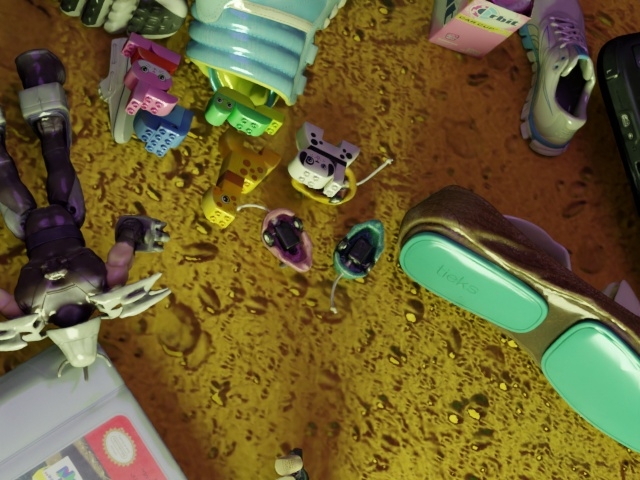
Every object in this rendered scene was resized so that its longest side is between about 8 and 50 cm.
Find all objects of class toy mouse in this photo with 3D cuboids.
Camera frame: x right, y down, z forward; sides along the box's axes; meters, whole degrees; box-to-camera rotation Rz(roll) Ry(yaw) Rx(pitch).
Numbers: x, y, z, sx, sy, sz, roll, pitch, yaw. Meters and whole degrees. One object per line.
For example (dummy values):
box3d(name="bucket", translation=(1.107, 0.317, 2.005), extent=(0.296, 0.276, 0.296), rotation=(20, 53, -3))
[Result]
box3d(name="toy mouse", translation=(0.000, 0.000, 1.409), extent=(0.161, 0.031, 0.143), rotation=(-4, 76, -23))

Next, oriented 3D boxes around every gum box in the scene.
box3d(name="gum box", translation=(0.168, -0.288, 1.521), extent=(0.062, 0.107, 0.188), rotation=(17, 69, -17))

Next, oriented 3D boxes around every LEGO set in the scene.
box3d(name="LEGO set", translation=(-0.089, -0.074, 1.345), extent=(0.227, 0.087, 0.093), rotation=(25, 51, -16))

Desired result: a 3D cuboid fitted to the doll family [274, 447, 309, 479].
box3d(name="doll family", translation=(-0.007, 0.271, 1.294), extent=(0.076, 0.111, 0.193), rotation=(7, 72, 7))

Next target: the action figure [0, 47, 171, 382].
box3d(name="action figure", translation=(-0.223, -0.017, 1.276), extent=(0.185, 0.099, 0.285), rotation=(-14, 73, -13))

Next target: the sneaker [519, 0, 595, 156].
box3d(name="sneaker", translation=(0.245, -0.183, 1.536), extent=(0.071, 0.083, 0.190), rotation=(6, 71, -19))

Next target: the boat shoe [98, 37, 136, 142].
box3d(name="boat shoe", translation=(-0.180, -0.135, 1.379), extent=(0.035, 0.035, 0.100), rotation=(4, 77, 9))

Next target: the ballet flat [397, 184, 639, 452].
box3d(name="ballet flat", translation=(0.224, 0.061, 1.454), extent=(0.342, 0.116, 0.124), rotation=(35, 45, -5))

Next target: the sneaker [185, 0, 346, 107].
box3d(name="sneaker", translation=(-0.019, -0.224, 1.432), extent=(0.319, 0.127, 0.208), rotation=(-15, 119, -51))

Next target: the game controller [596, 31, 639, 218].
box3d(name="game controller", translation=(0.370, -0.058, 1.542), extent=(0.166, 0.067, 0.319), rotation=(-15, 88, -49))

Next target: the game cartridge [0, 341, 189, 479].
box3d(name="game cartridge", translation=(-0.193, 0.241, 1.249), extent=(0.196, 0.060, 0.294), rotation=(-33, 88, -23))

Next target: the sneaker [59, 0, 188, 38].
box3d(name="sneaker", translation=(-0.233, -0.289, 1.366), extent=(0.292, 0.110, 0.118), rotation=(34, 56, -10))
